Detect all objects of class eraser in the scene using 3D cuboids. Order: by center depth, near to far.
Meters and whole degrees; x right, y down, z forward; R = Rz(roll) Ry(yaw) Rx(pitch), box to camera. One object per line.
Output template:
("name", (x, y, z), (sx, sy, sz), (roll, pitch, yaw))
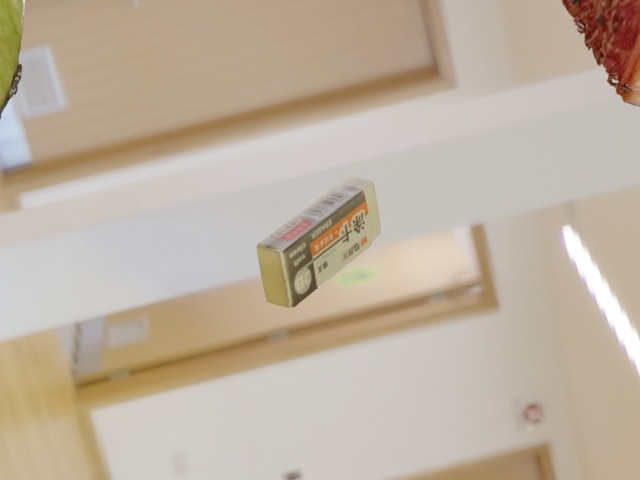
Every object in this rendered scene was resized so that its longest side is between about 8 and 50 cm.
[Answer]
("eraser", (0.000, 0.000, 1.255), (0.122, 0.029, 0.052), (-37, 129, -42))

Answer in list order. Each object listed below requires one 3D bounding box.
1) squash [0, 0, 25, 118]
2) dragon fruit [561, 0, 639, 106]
("squash", (-0.294, -0.116, 1.051), (0.204, 0.236, 0.155), (-77, 148, -70))
("dragon fruit", (0.194, -0.164, 0.790), (0.274, 0.161, 0.126), (-104, -145, -53))
